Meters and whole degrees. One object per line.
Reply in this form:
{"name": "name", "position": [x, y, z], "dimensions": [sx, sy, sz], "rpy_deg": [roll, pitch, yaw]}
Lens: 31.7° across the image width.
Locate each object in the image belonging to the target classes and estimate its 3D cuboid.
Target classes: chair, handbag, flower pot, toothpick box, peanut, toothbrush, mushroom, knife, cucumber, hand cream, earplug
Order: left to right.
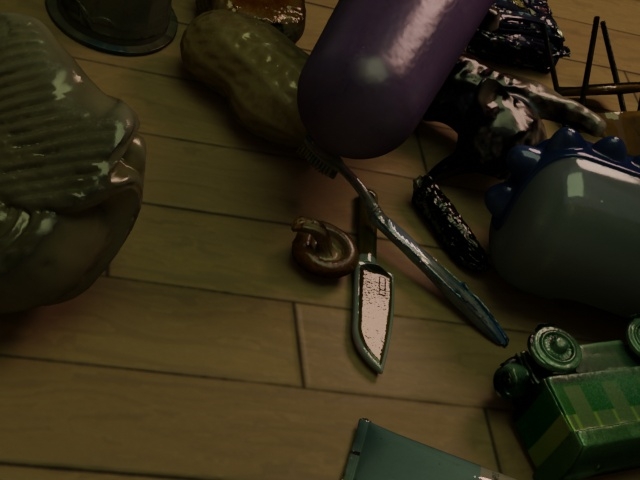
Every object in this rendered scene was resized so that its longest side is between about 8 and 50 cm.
{"name": "flower pot", "position": [-0.307, -0.430, 1.741], "dimensions": [0.212, 0.202, 0.212], "rpy_deg": [12, 41, -11]}
{"name": "peanut", "position": [-0.086, -0.242, 1.698], "dimensions": [0.313, 0.152, 0.152], "rpy_deg": [40, 44, 15]}
{"name": "mushroom", "position": [-0.008, 0.004, 1.532], "dimensions": [0.129, 0.073, 0.088], "rpy_deg": [35, 46, -43]}
{"name": "knife", "position": [0.076, 0.047, 1.570], "dimensions": [0.061, 0.027, 0.343], "rpy_deg": [19, 42, -13]}
{"name": "earplug", "position": [0.107, -0.293, 1.596], "dimensions": [0.215, 0.215, 0.456], "rpy_deg": [27, 51, 2]}
{"name": "toothbrush", "position": [0.118, 0.000, 1.603], "dimensions": [0.413, 0.042, 0.035], "rpy_deg": [45, 39, 10]}
{"name": "cucumber", "position": [0.193, -0.021, 1.677], "dimensions": [0.053, 0.053, 0.181], "rpy_deg": [-14, 56, -35]}
{"name": "hand cream", "position": [0.180, 0.308, 1.346], "dimensions": [0.312, 0.070, 0.111], "rpy_deg": [19, 44, 4]}
{"name": "handbag", "position": [0.341, -0.395, 2.074], "dimensions": [0.260, 0.113, 0.162], "rpy_deg": [7, 52, -30]}
{"name": "toothpick box", "position": [0.403, -0.022, 1.614], "dimensions": [0.355, 0.263, 0.263], "rpy_deg": [18, 43, -9]}
{"name": "chair", "position": [0.505, -0.272, 1.999], "dimensions": [0.159, 0.246, 0.172], "rpy_deg": [-8, 10, -31]}

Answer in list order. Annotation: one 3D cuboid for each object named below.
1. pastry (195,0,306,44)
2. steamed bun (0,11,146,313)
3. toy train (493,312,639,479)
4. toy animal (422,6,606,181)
{"name": "pastry", "position": [-0.111, -0.385, 1.862], "dimensions": [0.182, 0.093, 0.192], "rpy_deg": [-1, 50, -22]}
{"name": "steamed bun", "position": [-0.359, -0.066, 1.329], "dimensions": [0.310, 0.219, 0.324], "rpy_deg": [-45, 66, -7]}
{"name": "toy train", "position": [0.377, 0.208, 1.486], "dimensions": [0.301, 0.120, 0.202], "rpy_deg": [-3, 53, -28]}
{"name": "toy animal", "position": [0.235, -0.206, 1.785], "dimensions": [0.303, 0.194, 0.344], "rpy_deg": [-14, 52, -42]}
